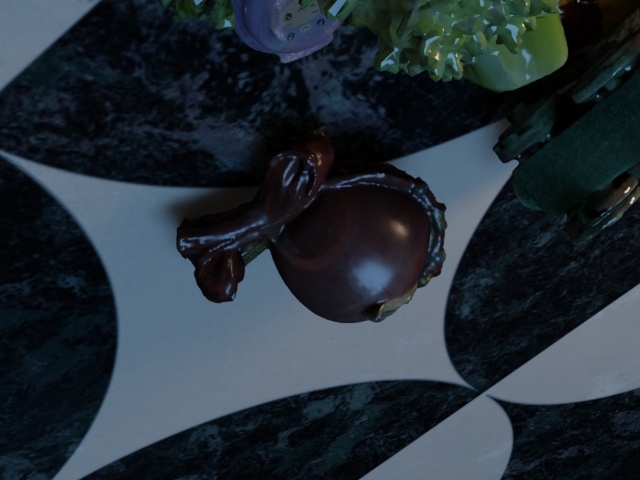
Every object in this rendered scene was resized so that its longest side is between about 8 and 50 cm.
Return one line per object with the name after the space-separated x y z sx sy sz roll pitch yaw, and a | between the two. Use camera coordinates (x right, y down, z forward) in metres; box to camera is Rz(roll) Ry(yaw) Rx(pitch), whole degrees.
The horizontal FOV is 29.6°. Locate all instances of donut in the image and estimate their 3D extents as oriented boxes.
0.227 -0.228 1.052 0.140 0.059 0.140 -20 148 -13 | donut

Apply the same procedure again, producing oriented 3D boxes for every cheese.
-0.026 -0.204 0.916 0.105 0.042 0.191 -26 145 -5 | cheese

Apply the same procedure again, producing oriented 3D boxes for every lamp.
0.002 -0.003 1.143 0.223 0.151 0.215 42 107 -10 | lamp

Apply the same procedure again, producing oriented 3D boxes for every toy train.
0.300 -0.130 1.132 0.221 0.150 0.304 -43 180 -29 | toy train

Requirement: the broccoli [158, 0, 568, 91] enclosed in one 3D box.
0.045 -0.193 0.678 0.375 0.249 0.302 -12 114 19 | broccoli
